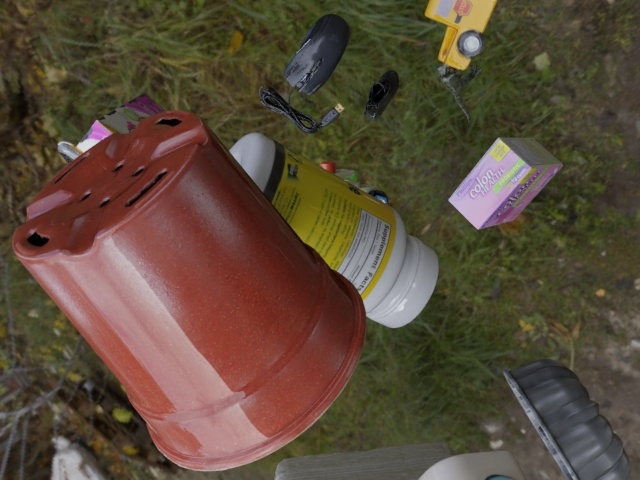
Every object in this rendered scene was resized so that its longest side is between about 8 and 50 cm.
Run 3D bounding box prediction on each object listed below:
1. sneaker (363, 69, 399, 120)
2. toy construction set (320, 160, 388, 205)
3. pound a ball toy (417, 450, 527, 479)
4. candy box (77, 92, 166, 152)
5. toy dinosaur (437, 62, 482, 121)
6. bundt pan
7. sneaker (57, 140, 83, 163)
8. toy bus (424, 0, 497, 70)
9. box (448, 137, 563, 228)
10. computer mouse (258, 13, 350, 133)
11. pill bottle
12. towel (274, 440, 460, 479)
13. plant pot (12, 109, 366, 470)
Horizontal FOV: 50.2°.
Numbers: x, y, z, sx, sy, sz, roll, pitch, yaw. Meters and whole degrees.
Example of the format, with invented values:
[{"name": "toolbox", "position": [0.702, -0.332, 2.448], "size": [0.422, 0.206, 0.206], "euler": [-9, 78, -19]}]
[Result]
[{"name": "sneaker", "position": [0.144, -0.346, 1.601], "size": [0.051, 0.170, 0.089], "euler": [25, 163, 8]}, {"name": "toy construction set", "position": [0.028, -0.012, 1.336], "size": [0.151, 0.215, 0.327], "euler": [-127, 35, -53]}, {"name": "pound a ball toy", "position": [0.181, 0.383, 0.689], "size": [0.136, 0.208, 0.319], "euler": [-59, 37, 36]}, {"name": "candy box", "position": [-0.330, -0.180, 1.288], "size": [0.159, 0.233, 0.071], "euler": [40, 113, -11]}, {"name": "toy dinosaur", "position": [0.370, -0.434, 1.814], "size": [0.064, 0.118, 0.268], "euler": [21, 171, 34]}, {"name": "bundt pan", "position": [0.518, 0.383, 1.415], "size": [0.331, 0.124, 0.331], "euler": [57, -174, -9]}, {"name": "sneaker", "position": [-0.463, -0.112, 1.396], "size": [0.215, 0.083, 0.084], "euler": [52, 172, -21]}, {"name": "toy bus", "position": [0.297, -0.502, 1.301], "size": [0.130, 0.108, 0.332], "euler": [23, 113, 4]}, {"name": "box", "position": [0.494, -0.155, 1.812], "size": [0.117, 0.243, 0.213], "euler": [49, 122, 22]}, {"name": "computer mouse", "position": [0.004, -0.364, 1.546], "size": [0.184, 0.262, 0.060], "euler": [38, -171, -25]}, {"name": "pill bottle", "position": [0.000, 0.000, 0.987], "size": [0.334, 0.188, 0.188], "euler": [28, 156, -24]}, {"name": "towel", "position": [0.073, 0.345, 0.976], "size": [0.187, 0.282, 0.049], "euler": [151, 114, -88]}, {"name": "plant pot", "position": [-0.131, 0.035, 0.674], "size": [0.272, 0.272, 0.265], "euler": [13, 144, 46]}]
